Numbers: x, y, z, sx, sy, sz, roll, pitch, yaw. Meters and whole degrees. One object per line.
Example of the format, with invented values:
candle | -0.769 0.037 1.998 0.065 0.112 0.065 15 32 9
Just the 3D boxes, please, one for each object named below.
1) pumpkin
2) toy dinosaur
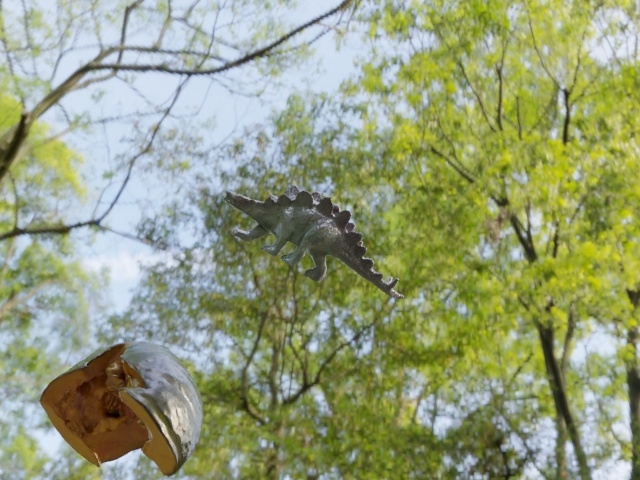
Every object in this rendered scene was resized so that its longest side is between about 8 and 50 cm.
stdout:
pumpkin | -0.180 0.159 0.870 0.183 0.107 0.119 -1 -64 41
toy dinosaur | 0.001 0.000 0.858 0.209 0.039 0.082 32 -89 -9
